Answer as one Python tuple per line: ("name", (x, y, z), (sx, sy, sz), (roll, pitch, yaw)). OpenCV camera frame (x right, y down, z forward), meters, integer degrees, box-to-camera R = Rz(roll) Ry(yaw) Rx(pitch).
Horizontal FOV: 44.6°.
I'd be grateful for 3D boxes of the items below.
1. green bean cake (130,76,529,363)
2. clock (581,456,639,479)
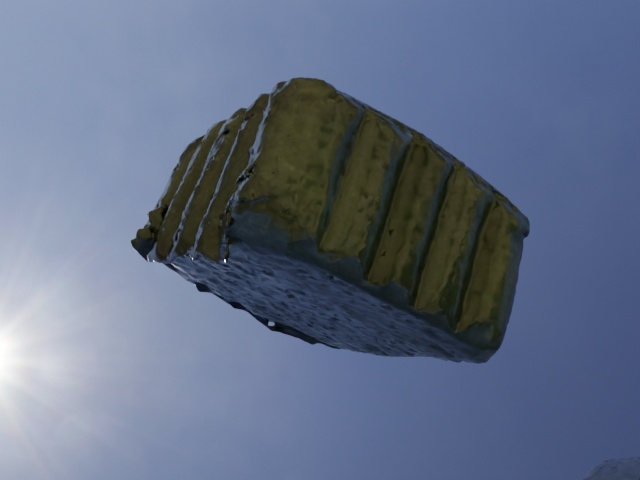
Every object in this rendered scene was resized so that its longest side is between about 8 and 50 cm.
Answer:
("green bean cake", (0.000, 0.000, 0.548), (0.227, 0.222, 0.125), (-20, -131, 57))
("clock", (0.256, 0.303, 0.583), (0.055, 0.280, 0.280), (-14, -145, 40))
